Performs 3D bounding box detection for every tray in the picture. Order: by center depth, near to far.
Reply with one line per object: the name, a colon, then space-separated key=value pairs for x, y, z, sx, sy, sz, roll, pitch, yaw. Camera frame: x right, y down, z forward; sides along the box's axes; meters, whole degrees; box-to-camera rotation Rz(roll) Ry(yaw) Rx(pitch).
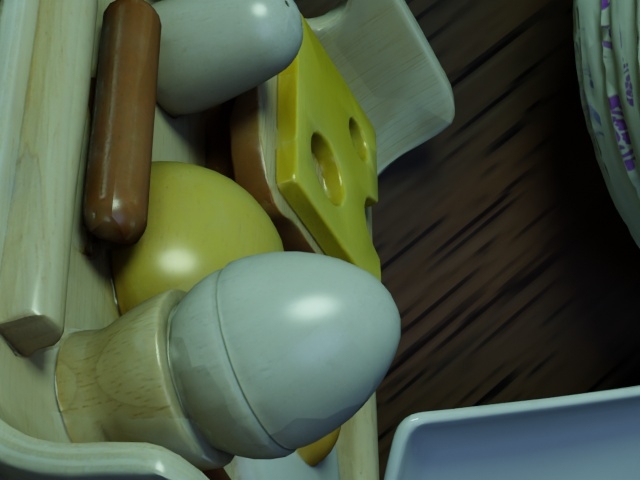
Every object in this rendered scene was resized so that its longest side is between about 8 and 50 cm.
tray: x=0.126 y=0.113 z=0.743 sx=0.270 sy=0.030 sz=0.145 roll=-4 pitch=120 yaw=-30

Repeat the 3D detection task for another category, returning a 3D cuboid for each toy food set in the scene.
toy food set: x=0.000 y=0.000 z=0.536 sx=0.220 sy=0.092 sz=0.306 roll=54 pitch=26 yaw=-43

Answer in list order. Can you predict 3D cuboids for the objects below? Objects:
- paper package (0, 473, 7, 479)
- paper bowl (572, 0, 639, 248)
paper package: x=-0.235 y=0.038 z=0.467 sx=0.309 sy=0.168 sz=0.325 roll=-31 pitch=109 yaw=-25
paper bowl: x=0.225 y=-0.093 z=0.739 sx=0.284 sy=0.148 sz=0.284 roll=-2 pitch=94 yaw=-31
